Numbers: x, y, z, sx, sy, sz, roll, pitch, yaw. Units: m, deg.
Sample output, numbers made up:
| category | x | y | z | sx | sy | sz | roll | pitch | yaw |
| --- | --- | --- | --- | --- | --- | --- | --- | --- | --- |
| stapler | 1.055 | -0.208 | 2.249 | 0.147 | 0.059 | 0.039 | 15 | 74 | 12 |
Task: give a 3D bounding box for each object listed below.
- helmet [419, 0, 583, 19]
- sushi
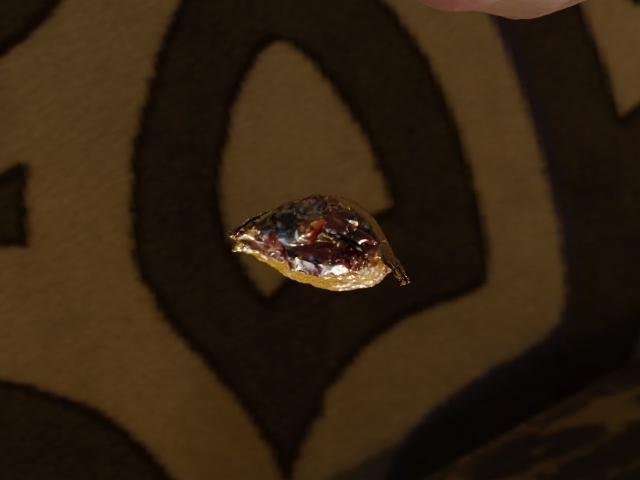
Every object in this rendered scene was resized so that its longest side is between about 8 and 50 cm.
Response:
| category | x | y | z | sx | sy | sz | roll | pitch | yaw |
| --- | --- | --- | --- | --- | --- | --- | --- | --- | --- |
| helmet | 0.040 | -0.109 | 0.495 | 0.070 | 0.098 | 0.123 | -26 | 129 | -15 |
| sushi | 0.000 | 0.000 | 1.065 | 0.099 | 0.047 | 0.050 | 4 | 83 | 3 |
